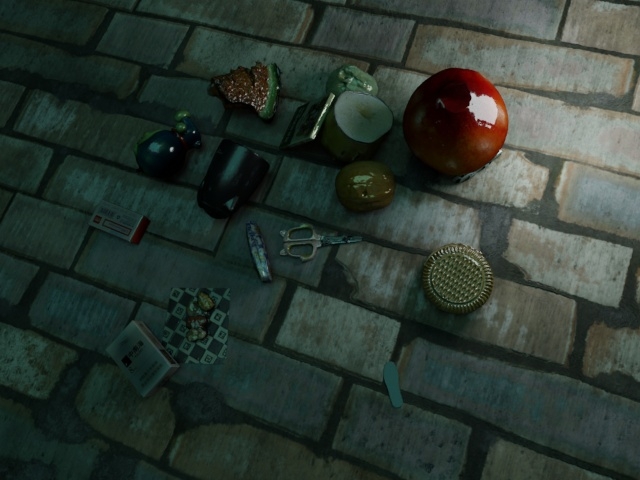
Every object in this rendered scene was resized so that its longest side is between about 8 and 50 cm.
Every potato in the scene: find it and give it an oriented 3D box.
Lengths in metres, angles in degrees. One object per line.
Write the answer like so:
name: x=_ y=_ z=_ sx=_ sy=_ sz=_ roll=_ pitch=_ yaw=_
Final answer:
potato: x=0.126 y=-0.422 z=1.919 sx=0.246 sy=0.196 sz=0.300 roll=44 pitch=53 yaw=2

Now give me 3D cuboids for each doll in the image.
doll: x=-0.616 y=-0.377 z=2.019 sx=0.322 sy=0.198 sz=0.186 roll=-43 pitch=83 yaw=-15

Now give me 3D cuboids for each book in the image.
book: x=-0.058 y=-0.459 z=1.941 sx=0.027 sy=0.264 sz=0.201 roll=29 pitch=77 yaw=-27

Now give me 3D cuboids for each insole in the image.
insole: x=0.248 y=0.488 z=1.691 sx=0.053 sy=0.002 sz=0.152 roll=-15 pitch=70 yaw=4

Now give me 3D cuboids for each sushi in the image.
sushi: x=-0.469 y=0.311 z=1.845 sx=0.264 sy=0.050 sz=0.289 roll=0 pitch=73 yaw=10

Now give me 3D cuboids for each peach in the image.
peach: x=0.462 y=-0.417 z=1.744 sx=0.389 sy=0.388 sz=0.387 roll=-3 pitch=72 yaw=9

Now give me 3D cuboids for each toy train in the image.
toy train: x=0.583 y=-0.276 z=1.861 sx=0.208 sy=0.043 sz=0.047 roll=-35 pitch=74 yaw=-3

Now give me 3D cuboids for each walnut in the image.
walnut: x=0.165 y=-0.197 z=1.831 sx=0.226 sy=0.193 sz=0.192 roll=4 pitch=73 yaw=4

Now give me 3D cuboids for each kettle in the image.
kettle: x=-0.370 y=-0.226 z=1.946 sx=0.268 sy=0.207 sz=0.290 roll=25 pitch=86 yaw=46

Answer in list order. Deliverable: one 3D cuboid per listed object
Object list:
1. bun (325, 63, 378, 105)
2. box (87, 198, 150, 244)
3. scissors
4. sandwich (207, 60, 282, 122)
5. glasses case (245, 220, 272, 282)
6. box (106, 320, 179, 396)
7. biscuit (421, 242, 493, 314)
bun: x=0.124 y=-0.628 z=2.011 sx=0.213 sy=0.126 sz=0.203 roll=-5 pitch=73 yaw=7
box: x=-0.820 y=-0.076 z=2.030 sx=0.230 sy=0.050 sz=0.122 roll=20 pitch=78 yaw=15
scissors: x=0.000 y=0.000 z=1.880 sx=0.318 sy=0.024 sz=0.160 roll=-4 pitch=71 yaw=8
sandwich: x=-0.317 y=-0.610 z=2.061 sx=0.302 sy=0.162 sz=0.250 roll=3 pitch=84 yaw=-21
glasses case: x=-0.233 y=0.042 z=1.872 sx=0.065 sy=0.087 sz=0.247 roll=-17 pitch=71 yaw=0
box: x=-0.651 y=0.428 z=1.820 sx=0.155 sy=0.067 sz=0.243 roll=-46 pitch=71 yaw=0
biscuit: x=0.473 y=0.130 z=1.729 sx=0.260 sy=0.079 sz=0.258 roll=-3 pitch=73 yaw=10
